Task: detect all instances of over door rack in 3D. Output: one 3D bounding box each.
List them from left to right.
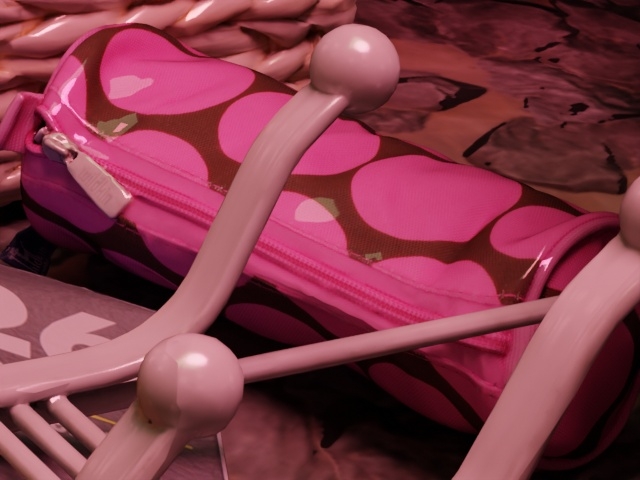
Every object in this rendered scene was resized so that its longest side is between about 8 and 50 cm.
[{"bbox_3d":[0.093,0.039,0.420,0.324,0.108,0.239,4,18,-37],"label":"over door rack"}]

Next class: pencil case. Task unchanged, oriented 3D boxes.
[{"bbox_3d":[0.000,0.000,0.621,0.209,0.095,0.098,21,-1,28],"label":"pencil case"}]

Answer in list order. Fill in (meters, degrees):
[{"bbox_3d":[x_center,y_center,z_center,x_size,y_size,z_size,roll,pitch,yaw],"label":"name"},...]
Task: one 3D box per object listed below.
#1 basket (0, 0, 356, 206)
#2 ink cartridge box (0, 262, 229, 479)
[{"bbox_3d":[-0.183,-0.182,0.742,0.331,0.266,0.328,-11,32,-34],"label":"basket"},{"bbox_3d":[-0.167,0.032,0.453,0.303,0.072,0.307,17,25,-18],"label":"ink cartridge box"}]
